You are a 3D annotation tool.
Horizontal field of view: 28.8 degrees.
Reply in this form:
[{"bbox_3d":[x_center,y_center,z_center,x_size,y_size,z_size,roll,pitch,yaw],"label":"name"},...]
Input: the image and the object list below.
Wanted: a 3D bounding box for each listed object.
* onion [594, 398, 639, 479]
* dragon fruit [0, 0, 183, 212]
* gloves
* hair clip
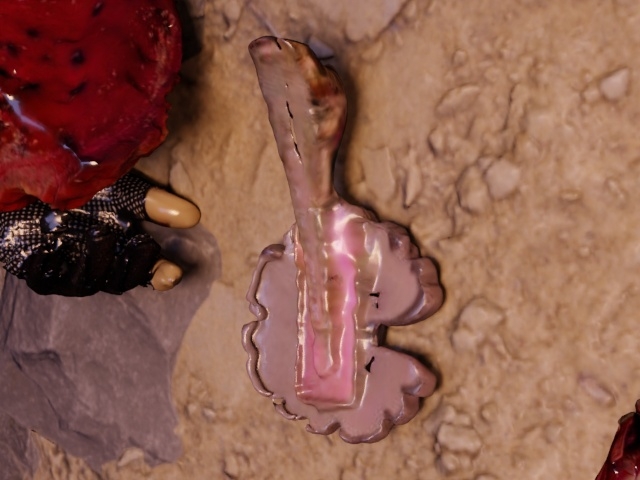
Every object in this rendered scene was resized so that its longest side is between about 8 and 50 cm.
[{"bbox_3d":[0.252,0.200,0.699,0.283,0.227,0.120,-111,2,-52],"label":"onion"},{"bbox_3d":[-0.252,-0.124,0.973,0.330,0.240,0.302,46,110,40],"label":"dragon fruit"},{"bbox_3d":[-0.177,0.010,1.037,0.181,0.129,0.106,34,122,37],"label":"gloves"},{"bbox_3d":[0.004,-0.004,0.919,0.173,0.069,0.300,3,106,39],"label":"hair clip"}]
